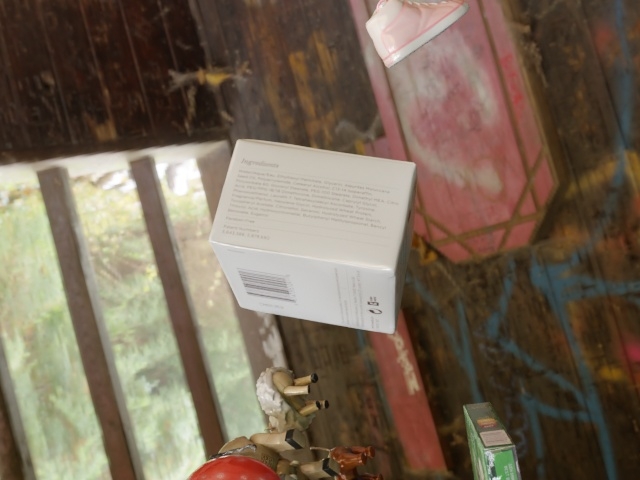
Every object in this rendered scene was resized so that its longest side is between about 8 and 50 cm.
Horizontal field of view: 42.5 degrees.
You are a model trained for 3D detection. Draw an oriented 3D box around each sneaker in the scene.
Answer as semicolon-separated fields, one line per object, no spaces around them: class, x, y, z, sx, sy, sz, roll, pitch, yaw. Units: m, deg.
sneaker;0.107;-0.255;0.928;0.134;0.070;0.051;-37;-177;-24

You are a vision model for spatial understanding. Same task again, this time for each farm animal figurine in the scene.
farm animal figurine;-0.053;0.399;1.195;0.172;0.327;0.330;-17;-153;28

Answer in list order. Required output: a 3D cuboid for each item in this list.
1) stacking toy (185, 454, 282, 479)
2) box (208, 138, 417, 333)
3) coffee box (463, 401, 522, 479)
stacking toy;-0.069;0.318;0.572;0.141;0.330;0.141;4;152;2
box;0.000;0.000;0.845;0.181;0.119;0.181;9;156;9
coffee box;0.212;0.275;1.007;0.040;0.113;0.184;-10;-178;3
